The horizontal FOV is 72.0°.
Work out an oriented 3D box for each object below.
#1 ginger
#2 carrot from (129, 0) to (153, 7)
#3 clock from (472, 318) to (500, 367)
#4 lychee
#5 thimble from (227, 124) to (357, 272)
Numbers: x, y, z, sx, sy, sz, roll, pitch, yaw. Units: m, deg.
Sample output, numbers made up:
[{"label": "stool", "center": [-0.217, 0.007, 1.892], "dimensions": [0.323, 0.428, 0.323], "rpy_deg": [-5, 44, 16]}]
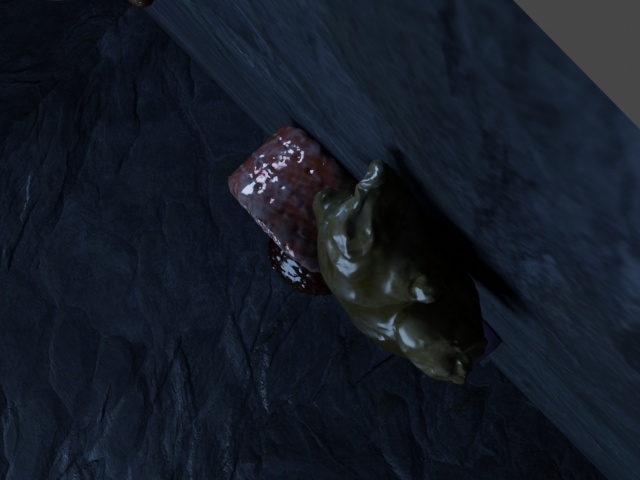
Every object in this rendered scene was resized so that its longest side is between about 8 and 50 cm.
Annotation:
[{"label": "ginger", "center": [0.067, 0.032, 0.412], "dimensions": [0.219, 0.123, 0.270], "rpy_deg": [50, -175, 28]}, {"label": "carrot", "center": [-0.339, -0.454, 0.653], "dimensions": [0.059, 0.059, 0.248], "rpy_deg": [48, -179, 33]}, {"label": "clock", "center": [0.206, 0.117, 0.911], "dimensions": [0.338, 0.102, 0.338], "rpy_deg": [45, -177, -3]}, {"label": "lychee", "center": [0.000, 0.000, 1.078], "dimensions": [0.260, 0.260, 0.260], "rpy_deg": [45, -177, -3]}, {"label": "thimble", "center": [-0.027, -0.069, 0.750], "dimensions": [0.239, 0.162, 0.239], "rpy_deg": [47, 180, 0]}]
